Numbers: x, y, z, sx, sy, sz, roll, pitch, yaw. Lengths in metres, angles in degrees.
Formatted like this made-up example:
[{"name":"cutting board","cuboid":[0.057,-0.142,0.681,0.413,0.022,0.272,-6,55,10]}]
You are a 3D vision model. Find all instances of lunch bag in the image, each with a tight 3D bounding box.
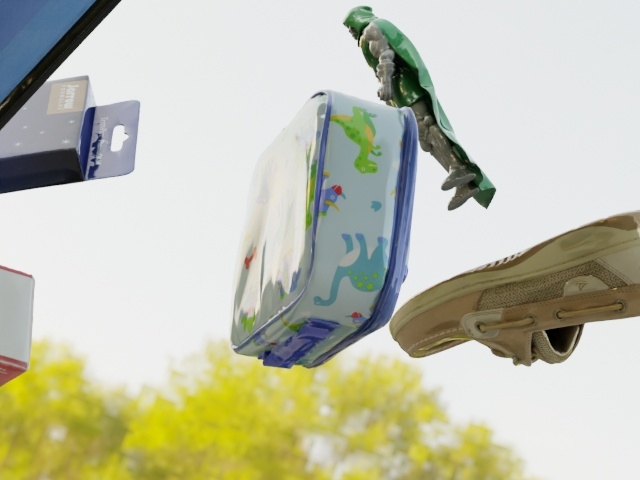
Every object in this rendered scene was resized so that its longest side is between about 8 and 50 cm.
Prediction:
[{"name":"lunch bag","cuboid":[0.000,0.000,1.420,0.090,0.176,0.219,13,-21,-15]}]

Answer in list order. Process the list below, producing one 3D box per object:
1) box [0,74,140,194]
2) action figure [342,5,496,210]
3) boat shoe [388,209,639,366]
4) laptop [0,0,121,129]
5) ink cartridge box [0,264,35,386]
[{"name":"box","cuboid":[-0.259,-0.079,1.529,0.225,0.136,0.036,-8,-60,2]},{"name":"action figure","cuboid":[0.086,-0.139,1.863,0.232,0.063,0.137,61,-4,26]},{"name":"boat shoe","cuboid":[0.198,0.071,1.851,0.121,0.110,0.341,-11,-10,-42]},{"name":"laptop","cuboid":[-0.208,-0.175,0.928,0.264,0.234,0.136,46,18,-1]},{"name":"ink cartridge box","cuboid":[-0.452,0.106,1.980,0.197,0.114,0.273,19,-33,-34]}]
